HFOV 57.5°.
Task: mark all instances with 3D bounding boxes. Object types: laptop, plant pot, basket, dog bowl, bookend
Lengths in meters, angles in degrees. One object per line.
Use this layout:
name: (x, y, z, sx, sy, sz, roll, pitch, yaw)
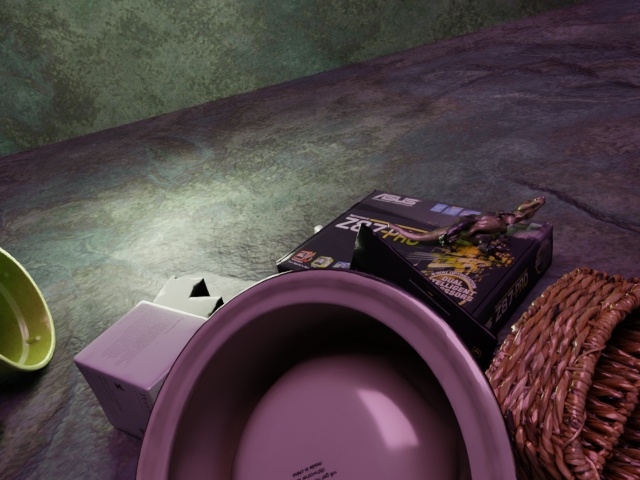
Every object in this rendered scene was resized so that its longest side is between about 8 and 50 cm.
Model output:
laptop: (0.054, 0.160, 0.731, 0.136, 0.265, 0.234, -18, 46, -34)
plant pot: (-0.697, 0.175, 1.096, 0.253, 0.276, 0.276, -28, 31, 1)
basket: (0.336, 0.177, 0.644, 0.223, 0.214, 0.299, 17, 43, 43)
dog bowl: (0.010, 0.241, 0.581, 0.407, 0.150, 0.409, -13, 64, 28)
bookend: (-0.235, 0.135, 1.106, 0.156, 0.073, 0.157, -4, 31, 16)

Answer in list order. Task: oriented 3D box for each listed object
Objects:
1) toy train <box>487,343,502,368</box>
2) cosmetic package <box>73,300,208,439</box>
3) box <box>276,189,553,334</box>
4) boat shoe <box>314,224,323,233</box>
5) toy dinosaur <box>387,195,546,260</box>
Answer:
toy train: (0.310, 0.163, 0.855, 0.158, 0.036, 0.027, -12, 31, 8)
cosmetic package: (-0.246, 0.210, 0.909, 0.183, 0.151, 0.151, 8, 37, 36)
box: (0.166, 0.043, 1.059, 0.394, 0.097, 0.318, 17, 39, 40)
boat shoe: (0.000, 0.000, 1.266, 0.035, 0.035, 0.100, -19, 37, -12)
toy dinosaur: (0.247, -0.014, 0.977, 0.267, 0.064, 0.118, -8, 24, 11)
